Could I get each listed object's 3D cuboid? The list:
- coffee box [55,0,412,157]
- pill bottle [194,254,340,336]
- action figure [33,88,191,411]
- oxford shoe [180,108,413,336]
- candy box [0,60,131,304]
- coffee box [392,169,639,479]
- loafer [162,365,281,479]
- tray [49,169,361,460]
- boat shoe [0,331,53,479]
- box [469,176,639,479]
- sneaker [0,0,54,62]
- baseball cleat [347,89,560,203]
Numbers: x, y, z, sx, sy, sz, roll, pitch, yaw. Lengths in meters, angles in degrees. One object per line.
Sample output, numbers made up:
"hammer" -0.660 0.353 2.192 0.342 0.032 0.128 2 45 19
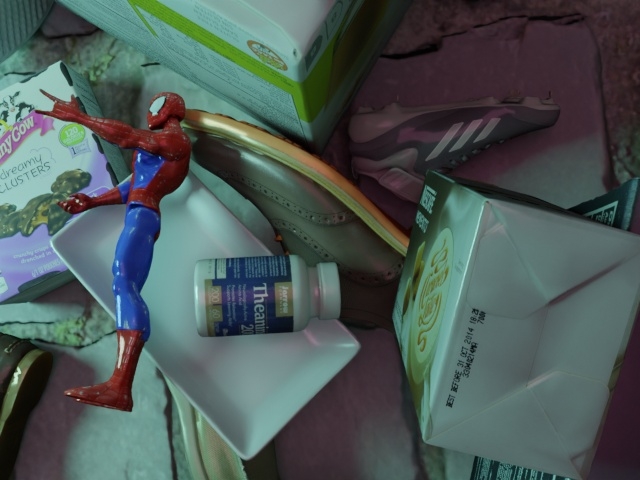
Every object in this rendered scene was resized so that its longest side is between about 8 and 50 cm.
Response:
"coffee box" -0.063 -0.320 0.588 0.338 0.334 0.338 31 88 4
"pill bottle" -0.045 0.046 0.598 0.120 0.067 0.067 -3 86 -6
"action figure" -0.189 -0.011 0.591 0.139 0.091 0.280 15 71 -9
"oxford shoe" 0.000 0.000 0.667 0.363 0.130 0.133 33 95 6
"candy box" -0.286 -0.056 0.720 0.164 0.070 0.196 -26 85 2
"coffee box" 0.118 0.035 0.487 0.098 0.246 0.141 13 100 0
"loafer" -0.083 0.160 0.672 0.092 0.102 0.269 -26 83 9
"tray" -0.106 0.052 0.643 0.145 0.030 0.270 -42 80 -15
"boat shoe" -0.344 0.196 0.710 0.073 0.073 0.207 20 81 8
"box" 0.249 0.131 0.549 0.182 0.294 0.296 13 88 6
"sneaker" -0.358 -0.315 0.739 0.161 0.102 0.282 23 78 10
"baseball cleat" 0.131 -0.092 0.698 0.205 0.072 0.109 -2 100 9
